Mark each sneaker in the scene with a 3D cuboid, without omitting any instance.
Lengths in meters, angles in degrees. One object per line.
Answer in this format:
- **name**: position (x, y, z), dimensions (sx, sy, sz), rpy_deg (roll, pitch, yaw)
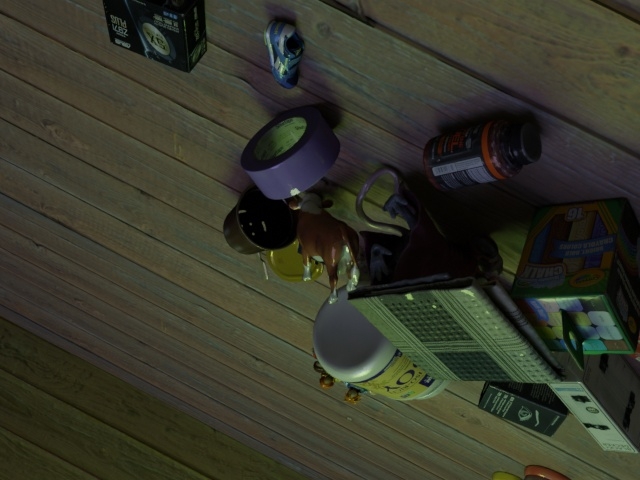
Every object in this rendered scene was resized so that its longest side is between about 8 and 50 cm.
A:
- **sneaker**: position (-0.060, -0.339, 1.347), dimensions (0.059, 0.053, 0.144), rpy_deg (11, 145, 22)

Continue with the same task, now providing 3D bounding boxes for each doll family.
- **doll family**: position (0.090, 0.393, 2.160), dimensions (0.263, 0.163, 0.118), rpy_deg (21, 147, 12)

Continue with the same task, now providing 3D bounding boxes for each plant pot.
- **plant pot**: position (-0.149, -0.041, 1.747), dimensions (0.167, 0.167, 0.165), rpy_deg (37, 154, -13)

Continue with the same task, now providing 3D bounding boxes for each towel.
- **towel**: position (0.253, 0.168, 1.375), dimensions (0.312, 0.056, 0.324), rpy_deg (-10, 135, 47)

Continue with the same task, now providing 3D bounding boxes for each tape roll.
- **tape roll**: position (-0.060, -0.175, 1.449), dimensions (0.189, 0.189, 0.080), rpy_deg (-3, 137, 40)

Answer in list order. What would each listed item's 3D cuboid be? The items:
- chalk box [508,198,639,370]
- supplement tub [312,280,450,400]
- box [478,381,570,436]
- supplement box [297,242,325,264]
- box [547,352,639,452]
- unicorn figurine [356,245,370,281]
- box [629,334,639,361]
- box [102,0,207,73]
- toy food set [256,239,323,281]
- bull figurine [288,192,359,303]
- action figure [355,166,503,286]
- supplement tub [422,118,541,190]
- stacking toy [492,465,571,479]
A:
- **chalk box**: position (0.472, 0.093, 1.327), dimensions (0.179, 0.289, 0.180), rpy_deg (-5, 135, 42)
- **supplement tub**: position (0.166, 0.254, 1.771), dimensions (0.241, 0.241, 0.331), rpy_deg (-3, 158, 40)
- **box**: position (0.532, 0.400, 1.886), dimensions (0.207, 0.108, 0.153), rpy_deg (20, 147, 11)
- **supplement box**: position (0.000, 0.000, 1.748), dimensions (0.083, 0.083, 0.056), rpy_deg (24, 149, 7)
- **box**: position (0.638, 0.336, 1.661), dimensions (0.087, 0.169, 0.290), rpy_deg (-13, 130, 47)
- **unicorn figurine**: position (0.124, 0.098, 1.815), dimensions (0.111, 0.060, 0.162), rpy_deg (21, 145, 4)
- **box**: position (0.661, 0.121, 1.376), dimensions (0.122, 0.128, 0.257), rpy_deg (32, 148, -5)
- **box**: position (-0.316, -0.425, 1.395), dimensions (0.180, 0.077, 0.147), rpy_deg (23, 148, 8)
- **toy food set**: position (-0.067, 0.036, 1.879), dimensions (0.217, 0.071, 0.128), rpy_deg (-3, 112, 37)
- **bull figurine**: position (0.008, 0.008, 1.590), dimensions (0.310, 0.101, 0.188), rpy_deg (-137, 39, -70)
- **action figure**: position (0.235, 0.051, 1.548), dimensions (0.370, 0.276, 0.248), rpy_deg (21, 116, -40)
- **supplement tub**: position (0.287, -0.154, 1.294), dimensions (0.198, 0.106, 0.106), rpy_deg (-10, 132, 44)
- **stacking toy**: position (0.722, 0.870, 2.386), dimensions (0.279, 0.130, 0.309), rpy_deg (31, 148, -4)
